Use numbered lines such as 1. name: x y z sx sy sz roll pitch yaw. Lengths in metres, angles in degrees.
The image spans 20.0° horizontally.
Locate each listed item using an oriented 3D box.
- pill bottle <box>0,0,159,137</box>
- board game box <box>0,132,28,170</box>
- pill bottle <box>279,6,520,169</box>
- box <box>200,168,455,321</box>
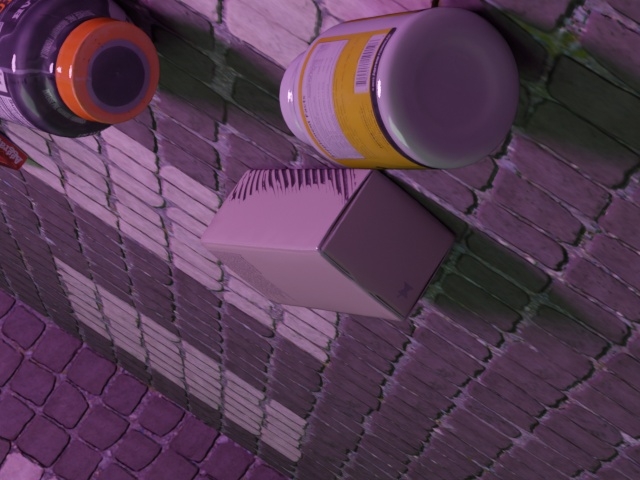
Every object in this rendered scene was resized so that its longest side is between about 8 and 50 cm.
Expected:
1. pill bottle: -0.242 -0.162 1.601 0.246 0.130 0.130 17 158 50
2. board game box: -0.512 -0.164 2.431 0.281 0.027 0.145 16 159 51
3. pill bottle: 0.045 -0.098 1.211 0.103 0.103 0.184 40 166 -22
4. box: 0.000 0.000 1.670 0.113 0.094 0.275 39 165 -23
